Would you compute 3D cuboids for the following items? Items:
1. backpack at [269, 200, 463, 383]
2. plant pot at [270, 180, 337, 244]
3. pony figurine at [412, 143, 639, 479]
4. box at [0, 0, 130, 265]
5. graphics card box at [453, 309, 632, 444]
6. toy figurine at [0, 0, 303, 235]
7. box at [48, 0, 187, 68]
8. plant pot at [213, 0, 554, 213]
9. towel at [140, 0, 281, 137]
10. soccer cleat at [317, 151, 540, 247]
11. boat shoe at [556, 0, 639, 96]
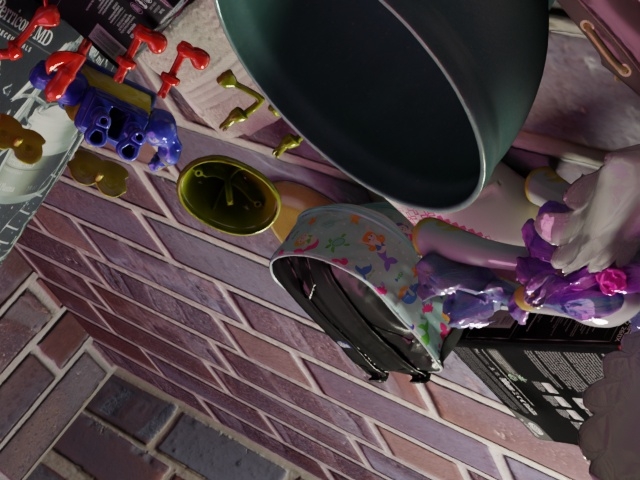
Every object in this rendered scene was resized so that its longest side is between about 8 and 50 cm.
[{"bbox_3d":[0.066,0.054,1.424,0.253,0.191,0.225,40,157,-25],"label":"backpack"},{"bbox_3d":[0.000,0.000,1.634,0.236,0.032,0.236,31,157,15],"label":"plant pot"},{"bbox_3d":[0.262,0.034,0.927,0.363,0.351,0.303,12,117,48],"label":"pony figurine"},{"bbox_3d":[-0.562,-0.161,1.400,0.297,0.472,0.480,33,-178,8],"label":"box"},{"bbox_3d":[0.355,0.174,1.352,0.233,0.094,0.371,45,156,-18],"label":"graphics card box"},{"bbox_3d":[-0.209,-0.164,1.233,0.362,0.191,0.217,22,-167,-23],"label":"toy figurine"},{"bbox_3d":[-0.213,-0.321,1.180,0.163,0.142,0.247,42,160,-14],"label":"box"},{"bbox_3d":[0.078,-0.196,0.894,0.293,0.196,0.293,37,161,15],"label":"plant pot"},{"bbox_3d":[-0.129,-0.225,1.368,0.187,0.049,0.282,44,157,-16],"label":"towel"},{"bbox_3d":[0.113,-0.091,1.169,0.331,0.116,0.143,30,157,19],"label":"soccer cleat"},{"bbox_3d":[0.259,-0.171,0.808,0.305,0.109,0.091,50,157,-12],"label":"boat shoe"}]
